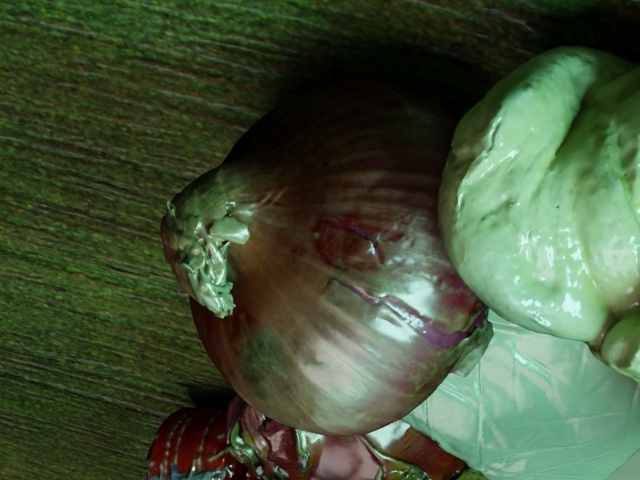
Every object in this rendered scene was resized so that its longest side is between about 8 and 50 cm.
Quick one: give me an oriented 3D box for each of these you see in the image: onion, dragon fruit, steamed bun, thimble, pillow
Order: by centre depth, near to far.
[{"bbox_3d":[0.297,-0.030,1.356,0.372,0.325,0.230,33,141,9],"label":"steamed bun"},{"bbox_3d":[0.019,0.021,1.560,0.353,0.354,0.354,14,146,10],"label":"onion"},{"bbox_3d":[0.241,0.137,1.742,0.274,0.076,0.281,36,110,-16],"label":"pillow"},{"bbox_3d":[0.053,0.198,1.876,0.315,0.250,0.250,10,146,-2],"label":"dragon fruit"},{"bbox_3d":[-0.132,0.305,2.189,0.125,0.163,0.189,-2,154,30],"label":"thimble"}]

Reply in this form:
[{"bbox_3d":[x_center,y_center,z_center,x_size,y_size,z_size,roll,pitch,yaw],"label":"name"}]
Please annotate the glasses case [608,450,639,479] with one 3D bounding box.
[{"bbox_3d":[0.402,0.204,1.839,0.336,0.076,0.144,-4,140,32],"label":"glasses case"}]
